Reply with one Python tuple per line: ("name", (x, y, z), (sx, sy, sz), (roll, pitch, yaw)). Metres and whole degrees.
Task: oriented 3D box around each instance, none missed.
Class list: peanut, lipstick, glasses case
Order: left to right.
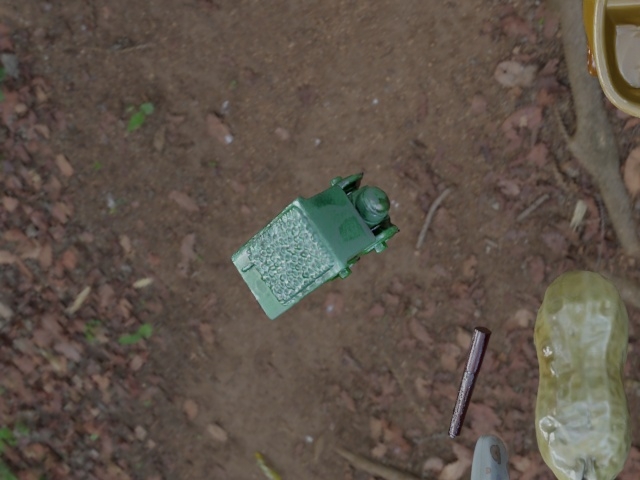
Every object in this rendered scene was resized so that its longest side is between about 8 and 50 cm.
("lipstick", (0.214, 0.210, 1.414), (0.027, 0.027, 0.176), (19, 108, 17))
("glasses case", (0.232, 0.347, 1.326), (0.041, 0.164, 0.063), (-15, 141, 33))
("peanut", (0.343, 0.182, 1.271), (0.130, 0.290, 0.130), (5, 161, 2))

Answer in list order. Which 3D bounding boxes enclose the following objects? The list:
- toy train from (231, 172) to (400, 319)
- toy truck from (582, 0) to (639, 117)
("toy train", (0.000, 0.000, 1.607), (0.145, 0.202, 0.266), (56, 139, 5))
("toy truck", (0.493, -0.331, 1.423), (0.204, 0.211, 0.288), (0, 103, 11))
